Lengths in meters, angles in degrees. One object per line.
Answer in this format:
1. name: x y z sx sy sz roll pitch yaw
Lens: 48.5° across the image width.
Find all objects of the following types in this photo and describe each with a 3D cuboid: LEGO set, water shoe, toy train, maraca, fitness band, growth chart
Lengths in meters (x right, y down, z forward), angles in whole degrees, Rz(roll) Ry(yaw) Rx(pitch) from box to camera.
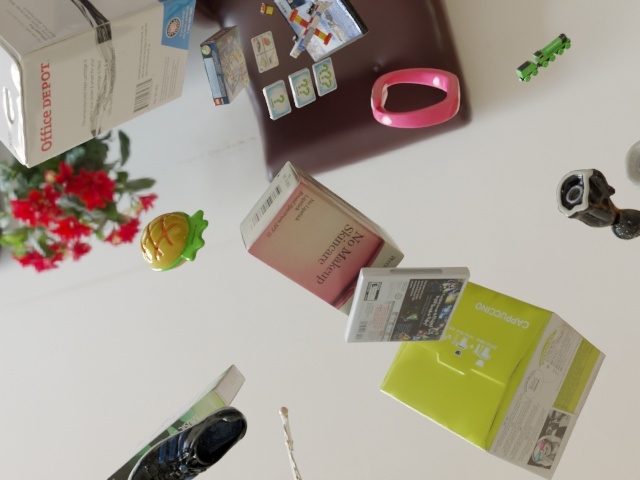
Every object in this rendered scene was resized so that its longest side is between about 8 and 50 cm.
1. LEGO set: -0.047 -0.395 1.500 0.182 0.244 0.060 -30 -142 -22
2. water shoe: -0.197 0.313 1.035 0.203 0.073 0.080 -38 -177 -14
3. toy train: 0.289 -0.238 0.920 0.083 0.017 0.024 -40 130 2
4. maraca: -0.288 -0.001 1.407 0.185 0.127 0.099 -11 157 39
5. fitness band: 0.231 -0.347 1.715 0.208 0.054 0.291 1 -147 10
6. growth chart: -0.037 0.419 1.224 0.021 0.237 0.172 -13 150 -8

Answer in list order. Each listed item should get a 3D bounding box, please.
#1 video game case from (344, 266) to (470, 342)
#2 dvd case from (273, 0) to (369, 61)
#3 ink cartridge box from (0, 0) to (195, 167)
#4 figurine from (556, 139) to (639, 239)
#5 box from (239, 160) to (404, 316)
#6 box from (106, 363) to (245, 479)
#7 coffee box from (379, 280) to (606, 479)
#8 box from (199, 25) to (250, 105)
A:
1. video game case: 0.137 0.108 1.162 0.173 0.022 0.190 0 139 -8
2. dvd case: -0.003 -0.522 1.648 0.022 0.180 0.253 -43 -163 -21
3. ink cartridge box: -0.457 -0.360 1.394 0.395 0.166 0.285 -37 162 -36
4. figurine: 0.564 -0.075 1.238 0.209 0.092 0.215 23 147 -32
5. box: 0.000 0.000 1.205 0.232 0.149 0.127 34 -169 -22
6. box: -0.325 0.432 1.649 0.322 0.058 0.232 -42 -179 6
7. coffee box: 0.415 0.317 1.712 0.337 0.338 0.334 21 172 47
8. box: -0.251 -0.469 1.890 0.044 0.159 0.233 -7 -155 12
